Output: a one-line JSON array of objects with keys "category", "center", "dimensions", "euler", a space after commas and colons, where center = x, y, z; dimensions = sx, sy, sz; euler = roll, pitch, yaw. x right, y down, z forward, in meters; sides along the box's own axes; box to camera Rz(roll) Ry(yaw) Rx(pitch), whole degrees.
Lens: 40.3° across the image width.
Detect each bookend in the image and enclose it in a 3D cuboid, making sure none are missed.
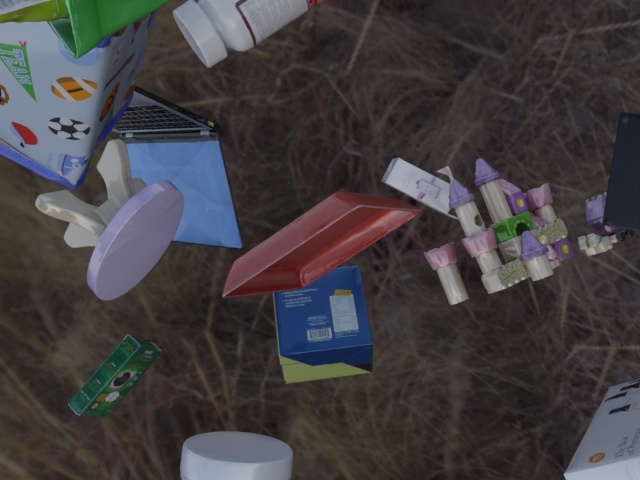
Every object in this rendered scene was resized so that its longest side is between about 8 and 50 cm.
[{"category": "bookend", "center": [0.456, -0.104, 1.217], "dimensions": [0.072, 0.157, 0.156], "euler": [12, 107, 26]}]

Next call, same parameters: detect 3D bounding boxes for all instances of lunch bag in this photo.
[{"category": "lunch bag", "center": [-0.392, -0.292, 1.002], "dimensions": [0.328, 0.386, 0.239], "euler": [-55, 12, 55]}]

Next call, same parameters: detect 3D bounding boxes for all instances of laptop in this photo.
[{"category": "laptop", "center": [-0.405, -0.159, 1.888], "dimensions": [0.382, 0.408, 0.236], "euler": [5, 78, 45]}]

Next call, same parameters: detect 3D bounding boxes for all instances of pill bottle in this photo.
[{"category": "pill bottle", "center": [-0.107, -0.365, 1.329], "dimensions": [0.221, 0.121, 0.121], "euler": [-34, 51, -6]}, {"category": "pill bottle", "center": [-0.121, 0.427, 1.118], "dimensions": [0.188, 0.188, 0.333], "euler": [7, 93, 36]}]

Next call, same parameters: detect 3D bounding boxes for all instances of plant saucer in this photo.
[{"category": "plant saucer", "center": [0.000, 0.000, 1.333], "dimensions": [0.258, 0.259, 0.047], "euler": [-33, 76, 22]}]

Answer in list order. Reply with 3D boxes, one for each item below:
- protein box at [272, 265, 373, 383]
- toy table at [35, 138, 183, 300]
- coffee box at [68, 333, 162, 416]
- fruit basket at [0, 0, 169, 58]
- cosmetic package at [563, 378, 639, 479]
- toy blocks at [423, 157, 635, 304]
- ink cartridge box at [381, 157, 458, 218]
[{"category": "protein box", "center": [0.002, 0.182, 1.905], "dimensions": [0.200, 0.136, 0.201], "euler": [-7, 54, -2]}, {"category": "toy table", "center": [-0.385, -0.040, 1.624], "dimensions": [0.161, 0.252, 0.274], "euler": [45, 110, 18]}, {"category": "coffee box", "center": [-0.409, 0.273, 1.750], "dimensions": [0.040, 0.113, 0.184], "euler": [41, 91, 20]}, {"category": "fruit basket", "center": [-0.303, -0.231, 0.693], "dimensions": [0.353, 0.165, 0.327], "euler": [-26, 47, -18]}, {"category": "cosmetic package", "center": [0.357, 0.221, 0.984], "dimensions": [0.099, 0.239, 0.060], "euler": [-27, 90, 32]}, {"category": "toy blocks", "center": [0.387, -0.056, 1.741], "dimensions": [0.309, 0.289, 0.260], "euler": [-24, 86, 52]}, {"category": "ink cartridge box", "center": [0.244, -0.116, 1.987], "dimensions": [0.198, 0.115, 0.067], "euler": [27, 94, -4]}]
